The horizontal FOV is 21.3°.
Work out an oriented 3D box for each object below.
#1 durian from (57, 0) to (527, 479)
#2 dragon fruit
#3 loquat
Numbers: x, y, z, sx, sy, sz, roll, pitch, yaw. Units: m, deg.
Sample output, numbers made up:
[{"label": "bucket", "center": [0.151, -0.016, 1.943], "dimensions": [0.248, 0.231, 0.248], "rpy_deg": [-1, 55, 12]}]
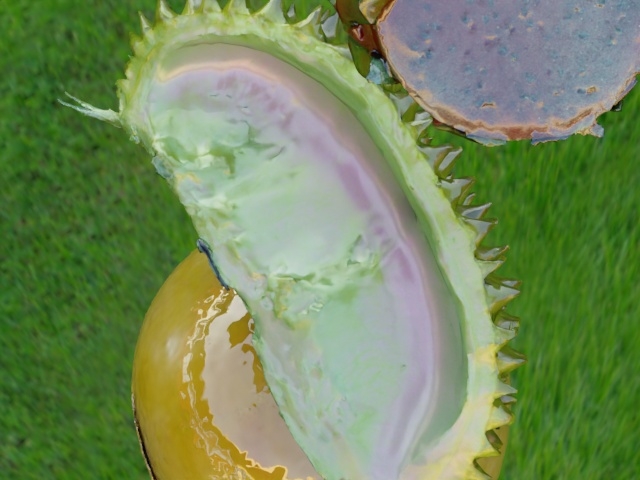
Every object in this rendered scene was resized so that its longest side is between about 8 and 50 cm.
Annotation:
[{"label": "durian", "center": [0.005, -0.008, 0.984], "dimensions": [0.169, 0.157, 0.355], "rpy_deg": [-34, 76, -8]}, {"label": "dragon fruit", "center": [0.069, -0.119, 0.746], "dimensions": [0.138, 0.142, 0.175], "rpy_deg": [-48, 41, 6]}, {"label": "loquat", "center": [-0.002, 0.109, 1.142], "dimensions": [0.263, 0.263, 0.263], "rpy_deg": [-1, 70, 3]}]
